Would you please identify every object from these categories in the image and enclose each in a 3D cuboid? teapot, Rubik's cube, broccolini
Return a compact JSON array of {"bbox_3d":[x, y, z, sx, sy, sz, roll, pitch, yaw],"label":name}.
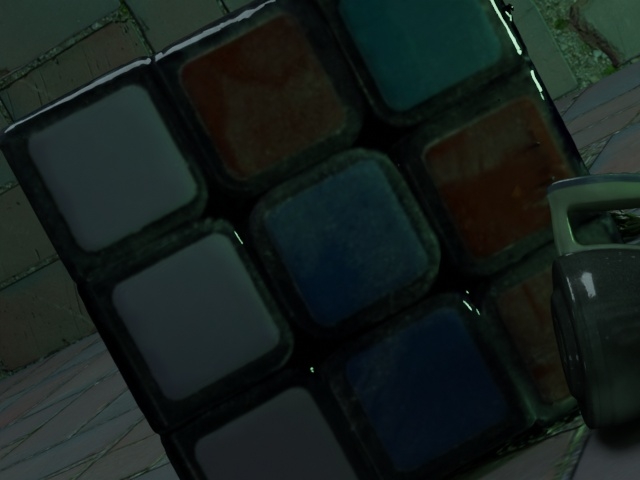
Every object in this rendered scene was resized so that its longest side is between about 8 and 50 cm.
[{"bbox_3d":[0.199,0.041,0.941,0.108,0.111,0.149,-10,51,2],"label":"teapot"},{"bbox_3d":[0.000,0.000,1.135,0.359,0.362,0.363,-27,7,-2],"label":"Rubik's cube"},{"bbox_3d":[0.338,-0.035,1.415,0.194,0.054,0.052,-19,40,27],"label":"broccolini"}]

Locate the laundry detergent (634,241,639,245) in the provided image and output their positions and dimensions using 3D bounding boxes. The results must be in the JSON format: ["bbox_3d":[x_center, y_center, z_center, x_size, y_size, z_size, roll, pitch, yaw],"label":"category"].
[{"bbox_3d":[0.323,-0.008,1.069,0.206,0.061,0.096,-27,4,18],"label":"laundry detergent"}]
